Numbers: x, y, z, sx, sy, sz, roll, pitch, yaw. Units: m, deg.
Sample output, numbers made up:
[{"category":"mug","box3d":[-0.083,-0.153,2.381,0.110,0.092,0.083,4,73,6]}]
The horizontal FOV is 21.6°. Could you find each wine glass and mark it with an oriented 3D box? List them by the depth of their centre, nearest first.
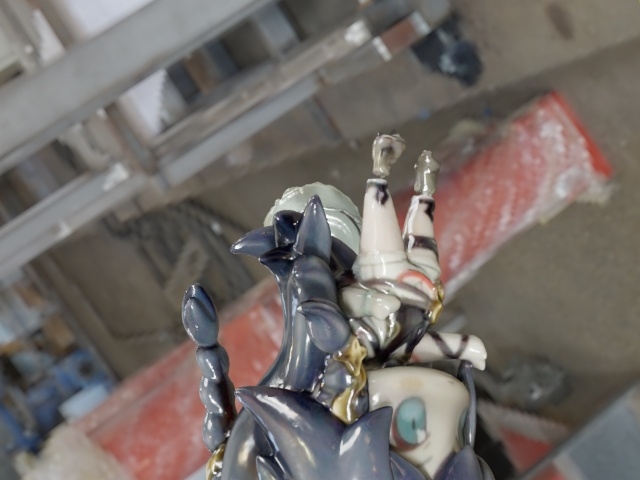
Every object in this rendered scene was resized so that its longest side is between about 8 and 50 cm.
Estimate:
[{"category":"wine glass","box3d":[0.000,0.000,1.815,0.122,0.122,0.183,57,178,-8]}]

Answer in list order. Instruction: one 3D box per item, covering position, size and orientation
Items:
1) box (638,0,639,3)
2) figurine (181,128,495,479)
[{"category":"box","box3d":[0.199,-0.187,0.941,0.041,0.153,0.279,-27,89,35]},{"category":"figurine","box3d":[0.018,0.091,0.983,0.197,0.175,0.265,-47,39,46]}]
